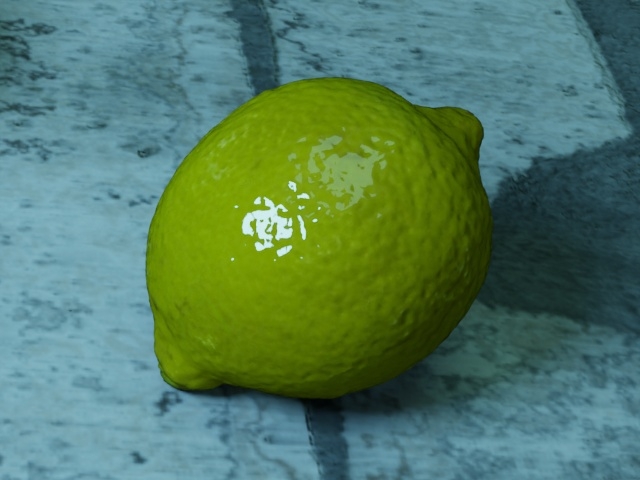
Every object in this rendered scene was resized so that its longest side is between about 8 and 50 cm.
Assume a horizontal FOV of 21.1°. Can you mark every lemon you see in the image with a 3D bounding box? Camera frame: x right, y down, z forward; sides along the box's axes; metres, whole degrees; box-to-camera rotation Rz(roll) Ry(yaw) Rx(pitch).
[{"bbox_3d":[0.000,0.000,1.012,0.244,0.187,0.187,-36,53,-9],"label":"lemon"}]
